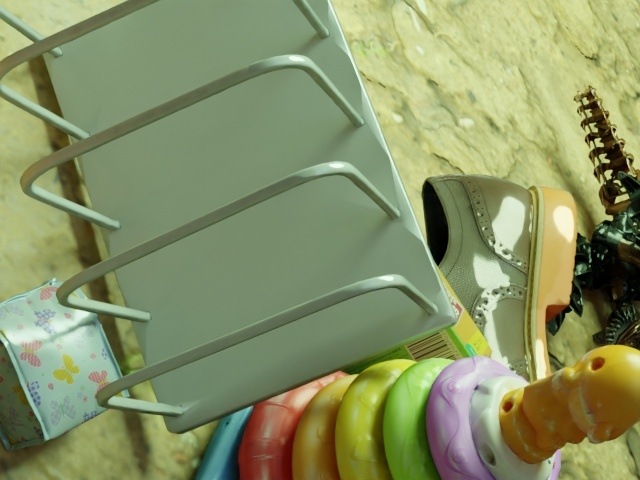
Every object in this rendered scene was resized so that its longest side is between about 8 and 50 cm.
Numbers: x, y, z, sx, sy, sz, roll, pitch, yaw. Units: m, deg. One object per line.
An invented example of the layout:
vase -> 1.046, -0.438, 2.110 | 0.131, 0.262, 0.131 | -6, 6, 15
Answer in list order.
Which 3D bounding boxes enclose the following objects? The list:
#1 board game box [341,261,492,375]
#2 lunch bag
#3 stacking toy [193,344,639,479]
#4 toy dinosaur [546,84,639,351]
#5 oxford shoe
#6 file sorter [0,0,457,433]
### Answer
board game box -> 0.000, 0.000, 0.925 | 0.259, 0.124, 0.039 | 55, 36, -8
lunch bag -> -0.163, 0.070, 0.774 | 0.071, 0.053, 0.083 | -28, 100, -48
stacking toy -> 0.079, 0.127, 0.801 | 0.166, 0.302, 0.175 | 45, 42, -19
toy dinosaur -> 0.288, 0.021, 1.236 | 0.322, 0.164, 0.218 | 55, 22, 20
oxford shoe -> 0.106, 0.113, 1.007 | 0.132, 0.130, 0.364 | 14, 60, -5
file sorter -> -0.069, -0.051, 0.775 | 0.173, 0.192, 0.278 | 34, 35, -74
